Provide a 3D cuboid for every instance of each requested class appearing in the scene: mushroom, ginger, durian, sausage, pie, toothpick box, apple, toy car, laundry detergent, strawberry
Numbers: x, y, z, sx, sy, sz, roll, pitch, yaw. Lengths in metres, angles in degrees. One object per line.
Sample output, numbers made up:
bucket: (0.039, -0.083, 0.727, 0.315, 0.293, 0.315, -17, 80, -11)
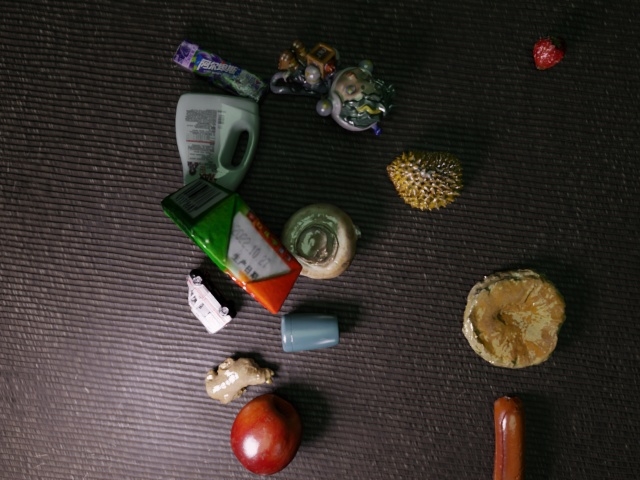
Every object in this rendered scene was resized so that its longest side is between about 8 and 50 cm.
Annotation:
mushroom: (0.000, 0.000, 1.353, 0.254, 0.184, 0.255, -1, 84, 13)
ginger: (-0.265, 0.440, 1.420, 0.213, 0.074, 0.138, -25, 100, 5)
durian: (0.342, -0.192, 1.370, 0.249, 0.138, 0.183, 3, 83, -5)
sausage: (0.610, 0.670, 1.406, 0.102, 0.102, 0.331, 0, 91, 1)
pie: (0.621, 0.249, 1.399, 0.339, 0.083, 0.340, 0, 92, -2)
toothpick box: (-0.030, 0.289, 1.391, 0.184, 0.120, 0.120, -3, 92, -3)
apple: (-0.166, 0.597, 1.353, 0.218, 0.218, 0.201, 36, 93, 0)
toy car: (-0.367, 0.193, 1.407, 0.108, 0.089, 0.210, -39, 94, 7)
laundry detergent: (-0.330, -0.246, 1.376, 0.263, 0.125, 0.398, 5, 93, 3)
strawberry: (0.714, -0.591, 1.374, 0.106, 0.106, 0.106, 0, 92, 1)

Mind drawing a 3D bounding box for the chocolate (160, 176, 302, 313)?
chocolate: (-0.250, -0.004, 1.232, 0.161, 0.360, 0.341, -46, 123, -11)

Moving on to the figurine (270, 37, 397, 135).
figurine: (0.055, -0.479, 1.339, 0.382, 0.186, 0.261, 38, 81, 5)

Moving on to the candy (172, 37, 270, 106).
candy: (-0.314, -0.533, 1.398, 0.312, 0.061, 0.088, 27, 90, 0)
